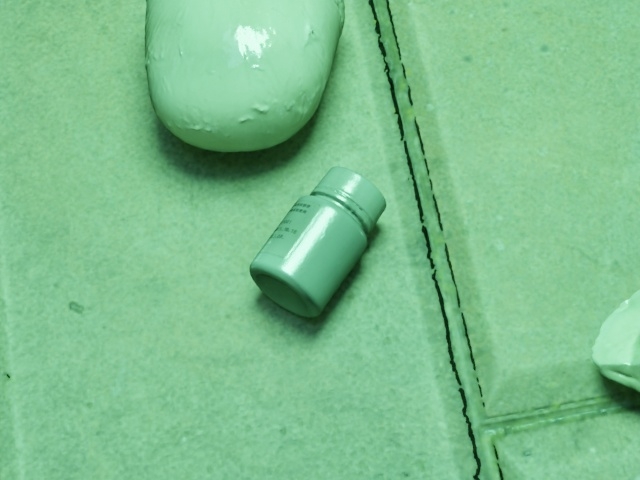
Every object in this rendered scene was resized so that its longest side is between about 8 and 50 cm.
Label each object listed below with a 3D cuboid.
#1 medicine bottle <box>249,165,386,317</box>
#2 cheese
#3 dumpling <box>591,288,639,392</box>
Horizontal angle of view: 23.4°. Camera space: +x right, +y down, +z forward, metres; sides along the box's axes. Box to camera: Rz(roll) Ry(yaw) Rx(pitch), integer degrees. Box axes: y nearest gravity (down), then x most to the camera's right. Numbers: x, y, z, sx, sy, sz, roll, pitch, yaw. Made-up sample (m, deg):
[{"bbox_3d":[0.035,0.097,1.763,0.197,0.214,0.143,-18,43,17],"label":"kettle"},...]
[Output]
[{"bbox_3d":[0.000,0.000,1.440,0.080,0.080,0.130,29,68,18],"label":"medicine bottle"},{"bbox_3d":[-0.078,-0.177,1.499,0.198,0.154,0.189,1,68,5],"label":"cheese"},{"bbox_3d":[0.370,0.076,1.362,0.252,0.131,0.179,-6,40,25],"label":"dumpling"}]
